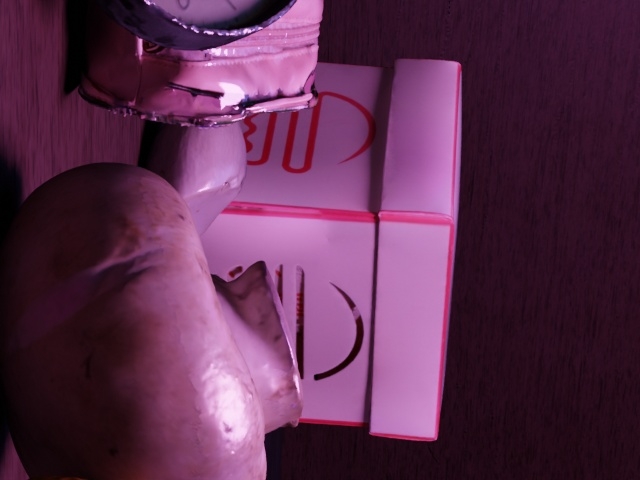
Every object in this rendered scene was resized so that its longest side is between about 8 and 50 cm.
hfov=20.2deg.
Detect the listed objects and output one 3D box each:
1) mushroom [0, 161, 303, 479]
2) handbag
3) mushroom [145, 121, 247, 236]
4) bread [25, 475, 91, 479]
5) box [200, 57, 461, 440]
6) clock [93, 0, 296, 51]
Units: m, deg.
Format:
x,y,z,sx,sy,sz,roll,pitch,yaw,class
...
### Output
x,y,z,sx,sy,sz,roll,pitch,yaw,class
-0.111,0.066,1.089,0.255,0.184,0.255,166,-90,-88,mushroom
-0.086,-0.163,1.330,0.205,0.179,0.116,-16,120,-52,handbag
-0.121,-0.099,1.689,0.116,0.093,0.225,121,-29,-53,mushroom
-0.161,0.276,0.938,0.167,0.132,0.294,-19,114,-78,bread
0.000,0.000,1.993,0.312,0.300,0.314,-81,174,-52,box
-0.084,-0.235,1.188,0.042,0.215,0.215,-6,-105,48,clock
